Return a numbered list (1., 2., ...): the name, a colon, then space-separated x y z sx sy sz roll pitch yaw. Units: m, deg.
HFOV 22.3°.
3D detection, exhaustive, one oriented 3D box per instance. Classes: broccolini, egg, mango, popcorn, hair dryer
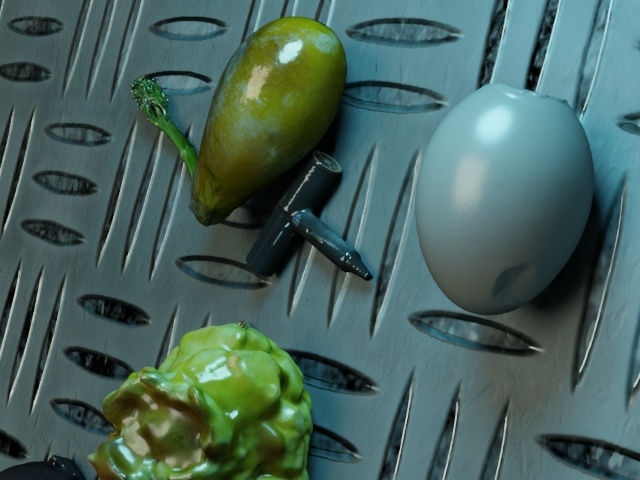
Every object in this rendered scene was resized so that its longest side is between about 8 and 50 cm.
1. broccolini: -0.211 -0.150 2.305 0.054 0.051 0.239 -50 49 20
2. egg: 0.181 -0.039 1.628 0.176 0.176 0.232 12 86 54
3. mango: -0.073 -0.145 2.020 0.316 0.146 0.193 -58 7 35
4. popcorn: -0.133 0.234 1.894 0.224 0.270 0.258 26 142 52
5. hair dryer: -0.005 0.014 1.968 0.173 0.050 0.195 -57 43 24

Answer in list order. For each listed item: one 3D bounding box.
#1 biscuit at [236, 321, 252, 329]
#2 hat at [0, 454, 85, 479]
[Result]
1. biscuit: -0.131 0.224 2.066 0.231 0.025 0.131 -59 38 19
2. hat: -0.451 0.460 2.245 0.238 0.209 0.336 10 87 51
